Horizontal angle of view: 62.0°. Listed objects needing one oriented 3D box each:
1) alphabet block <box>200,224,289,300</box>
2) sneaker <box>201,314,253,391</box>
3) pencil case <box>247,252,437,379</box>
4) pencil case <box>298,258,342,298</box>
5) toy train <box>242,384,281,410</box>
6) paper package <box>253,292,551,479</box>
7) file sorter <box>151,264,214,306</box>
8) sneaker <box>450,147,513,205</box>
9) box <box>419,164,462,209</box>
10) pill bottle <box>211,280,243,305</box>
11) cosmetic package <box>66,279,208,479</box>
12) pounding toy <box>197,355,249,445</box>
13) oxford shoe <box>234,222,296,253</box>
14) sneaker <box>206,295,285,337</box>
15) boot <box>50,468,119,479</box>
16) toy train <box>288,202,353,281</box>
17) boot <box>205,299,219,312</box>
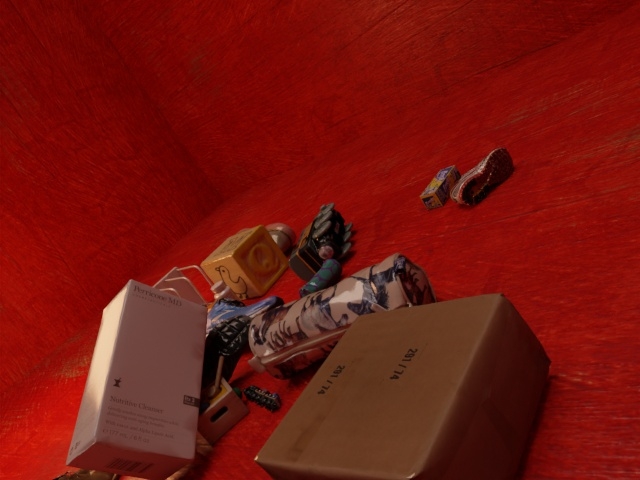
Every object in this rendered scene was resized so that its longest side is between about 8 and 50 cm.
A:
[{"bbox_3d":[-0.265,0.085,1.894,0.197,0.192,0.193,-19,24,43],"label":"alphabet block"},{"bbox_3d":[-0.260,0.306,1.356,0.101,0.106,0.267,30,70,24],"label":"sneaker"},{"bbox_3d":[0.038,0.172,1.151,0.411,0.159,0.183,-26,4,22],"label":"pencil case"},{"bbox_3d":[-0.001,0.119,1.528,0.070,0.064,0.151,14,44,34],"label":"pencil case"},{"bbox_3d":[-0.130,0.350,1.195,0.036,0.027,0.158,-30,13,-29],"label":"toy train"},{"bbox_3d":[0.123,0.251,0.768,0.310,0.168,0.325,-18,23,45],"label":"paper package"},{"bbox_3d":[-0.519,0.243,1.917,0.173,0.192,0.277,-13,26,44],"label":"file sorter"},{"bbox_3d":[0.452,-0.186,1.506,0.225,0.088,0.093,-38,16,-15],"label":"sneaker"},{"bbox_3d":[0.374,-0.165,1.646,0.059,0.054,0.169,-15,24,46],"label":"box"},{"bbox_3d":[-0.318,0.195,1.804,0.065,0.116,0.065,-30,17,10],"label":"pill bottle"},{"bbox_3d":[-0.388,0.303,1.179,0.156,0.217,0.384,-41,38,34],"label":"cosmetic package"},{"bbox_3d":[-0.239,0.363,1.226,0.141,0.100,0.130,-39,18,-17],"label":"pounding toy"},{"bbox_3d":[-0.276,0.037,2.139,0.397,0.140,0.146,-20,29,44],"label":"oxford shoe"},{"bbox_3d":[-0.245,0.216,1.512,0.330,0.130,0.147,-25,58,25],"label":"sneaker"},{"bbox_3d":[-0.561,0.565,1.237,0.112,0.115,0.305,-30,16,17],"label":"boot"},{"bbox_3d":[0.000,0.000,1.753,0.190,0.142,0.334,-38,15,18],"label":"toy train"},{"bbox_3d":[-0.382,0.299,1.695,0.211,0.104,0.295,-50,18,-31],"label":"boot"}]
